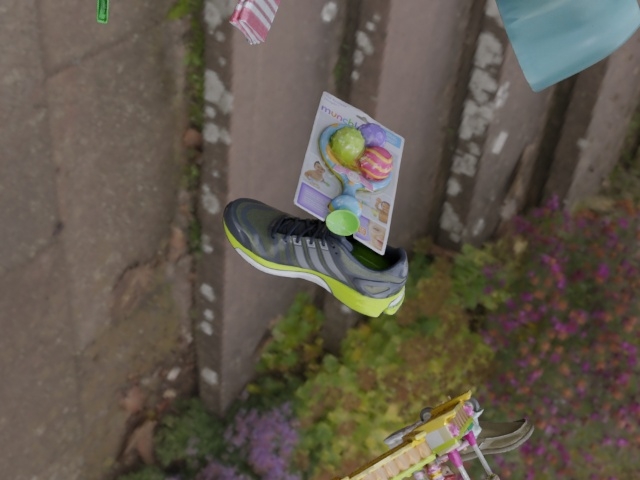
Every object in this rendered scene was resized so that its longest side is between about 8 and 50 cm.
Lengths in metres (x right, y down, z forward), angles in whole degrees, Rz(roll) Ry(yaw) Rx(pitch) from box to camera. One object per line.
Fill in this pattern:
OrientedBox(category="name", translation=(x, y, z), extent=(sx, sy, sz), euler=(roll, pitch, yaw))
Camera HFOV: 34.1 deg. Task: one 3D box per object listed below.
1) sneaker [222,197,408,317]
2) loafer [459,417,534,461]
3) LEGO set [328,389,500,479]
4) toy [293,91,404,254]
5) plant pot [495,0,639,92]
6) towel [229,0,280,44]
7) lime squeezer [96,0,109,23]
OrientedBox(category="sneaker", translation=(0.000, 0.000, 1.542), extent=(0.121, 0.300, 0.111), euler=(111, 1, -49))
OrientedBox(category="loafer", translation=(0.272, 0.316, 1.689), extent=(0.148, 0.050, 0.056), euler=(-23, -172, 15))
OrientedBox(category="LEGO set", translation=(0.092, 0.235, 0.979), extent=(0.132, 0.107, 0.287), euler=(-34, 173, 39))
OrientedBox(category="toy", translation=(0.052, -0.105, 1.366), extent=(0.056, 0.137, 0.237), euler=(-45, -158, 44))
OrientedBox(category="plant pot", translation=(0.474, -0.462, 1.995), extent=(0.293, 0.235, 0.293), euler=(54, 25, -39))
OrientedBox(category="towel", translation=(-0.066, -0.361, 1.372), extent=(0.144, 0.029, 0.197), euler=(7, 105, -84))
OrientedBox(category="lime squeezer", translation=(-0.246, -0.349, 1.153), extent=(0.310, 0.059, 0.110), euler=(142, -30, -77))
